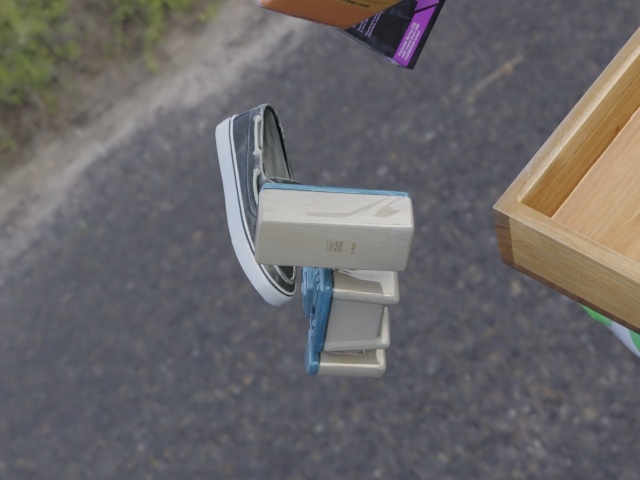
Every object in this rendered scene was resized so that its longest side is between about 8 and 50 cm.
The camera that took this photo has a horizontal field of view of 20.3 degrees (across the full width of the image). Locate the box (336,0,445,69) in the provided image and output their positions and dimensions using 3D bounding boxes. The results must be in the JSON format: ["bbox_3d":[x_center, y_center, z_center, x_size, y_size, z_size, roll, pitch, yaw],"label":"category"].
[{"bbox_3d":[0.043,-0.236,1.573,0.029,0.162,0.116,23,87,55],"label":"box"}]

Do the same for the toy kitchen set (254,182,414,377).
[{"bbox_3d":[0.000,0.000,1.505,0.122,0.207,0.166,3,45,-6],"label":"toy kitchen set"}]

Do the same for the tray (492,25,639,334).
[{"bbox_3d":[0.321,-0.104,1.233,0.203,0.076,0.411,29,65,27],"label":"tray"}]

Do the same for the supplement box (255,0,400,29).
[{"bbox_3d":[0.070,-0.181,0.834,0.233,0.080,0.078,-24,70,37],"label":"supplement box"}]

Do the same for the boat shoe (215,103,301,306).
[{"bbox_3d":[-0.055,-0.041,1.885,0.070,0.078,0.219,-24,69,27],"label":"boat shoe"}]

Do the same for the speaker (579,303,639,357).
[{"bbox_3d":[0.262,0.010,1.475,0.131,0.131,0.296,-38,21,1],"label":"speaker"}]
